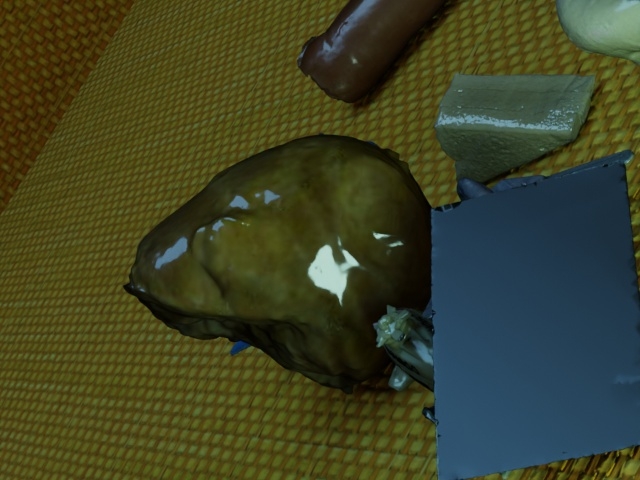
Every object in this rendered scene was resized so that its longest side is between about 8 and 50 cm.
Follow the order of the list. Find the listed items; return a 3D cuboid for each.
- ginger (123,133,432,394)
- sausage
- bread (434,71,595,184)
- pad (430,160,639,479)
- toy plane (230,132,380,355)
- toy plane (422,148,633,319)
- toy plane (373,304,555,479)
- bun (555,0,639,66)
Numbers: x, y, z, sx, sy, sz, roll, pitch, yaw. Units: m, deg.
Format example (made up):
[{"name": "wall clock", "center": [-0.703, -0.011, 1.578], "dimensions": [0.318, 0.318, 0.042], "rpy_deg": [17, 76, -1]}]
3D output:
[{"name": "ginger", "center": [-0.017, 0.004, 1.735], "dimensions": [0.200, 0.269, 0.223], "rpy_deg": [94, -160, -80]}, {"name": "sausage", "center": [0.136, -0.322, 2.171], "dimensions": [0.419, 0.094, 0.094], "rpy_deg": [-46, -22, 21]}, {"name": "bread", "center": [0.190, -0.099, 1.786], "dimensions": [0.152, 0.105, 0.077], "rpy_deg": [6, 57, 31]}, {"name": "pad", "center": [0.159, 0.058, 1.426], "dimensions": [0.164, 0.004, 0.243], "rpy_deg": [-13, 54, 20]}, {"name": "toy plane", "center": [0.000, 0.000, 1.949], "dimensions": [0.254, 0.105, 0.271], "rpy_deg": [-10, 50, 44]}, {"name": "toy plane", "center": [0.158, -0.012, 1.628], "dimensions": [0.212, 0.088, 0.267], "rpy_deg": [-39, 8, -1]}, {"name": "toy plane", "center": [0.113, 0.111, 1.521], "dimensions": [0.092, 0.108, 0.286], "rpy_deg": [-52, 32, 2]}, {"name": "bun", "center": [0.312, -0.218, 1.562], "dimensions": [0.237, 0.116, 0.210], "rpy_deg": [-15, 33, 26]}]
